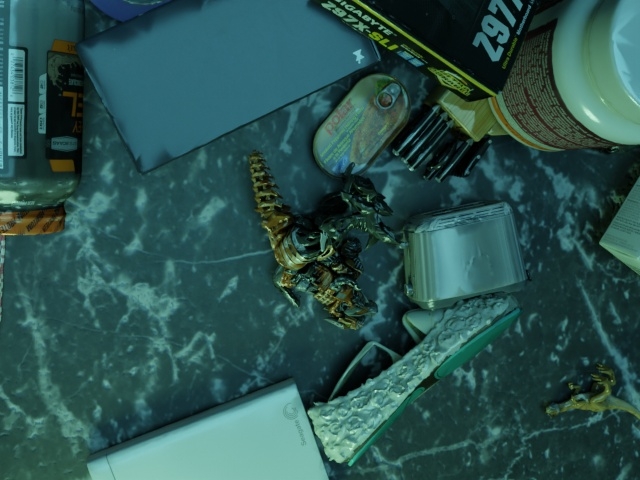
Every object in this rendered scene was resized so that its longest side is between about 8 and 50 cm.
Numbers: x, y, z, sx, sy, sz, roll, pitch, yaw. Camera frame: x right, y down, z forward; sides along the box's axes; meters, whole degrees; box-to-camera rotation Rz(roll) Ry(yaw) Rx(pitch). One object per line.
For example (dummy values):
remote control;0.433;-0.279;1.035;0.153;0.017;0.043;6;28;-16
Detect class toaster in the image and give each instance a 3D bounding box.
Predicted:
toaster;0.238;0.019;1.382;0.227;0.129;0.146;-11;97;-8

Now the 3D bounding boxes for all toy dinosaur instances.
toy dinosaur;0.502;0.284;1.512;0.211;0.064;0.112;5;114;-3
toy dinosaur;0.000;0.000;1.323;0.218;0.164;0.322;-32;132;14

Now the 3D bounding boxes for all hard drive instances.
hard drive;-0.171;0.396;1.391;0.353;0.047;0.233;-20;101;-9

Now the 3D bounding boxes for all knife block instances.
knife block;0.224;-0.234;1.365;0.242;0.088;0.276;-4;98;-11

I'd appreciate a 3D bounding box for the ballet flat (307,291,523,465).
ballet flat;0.145;0.196;1.391;0.409;0.147;0.147;-40;103;-5

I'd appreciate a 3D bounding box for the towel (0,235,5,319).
towel;-0.555;0.059;1.279;0.144;0.029;0.197;5;96;-13

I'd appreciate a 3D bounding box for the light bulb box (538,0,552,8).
light bulb box;0.336;-0.551;1.277;0.357;0.225;0.361;5;97;-12

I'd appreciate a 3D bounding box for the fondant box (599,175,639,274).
fondant box;0.655;-0.070;1.439;0.238;0.096;0.330;31;92;-31

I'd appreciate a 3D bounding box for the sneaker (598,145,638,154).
sneaker;0.477;-0.194;1.416;0.267;0.101;0.106;-3;100;-11

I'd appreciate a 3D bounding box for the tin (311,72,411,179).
tin;0.063;-0.184;1.367;0.106;0.040;0.190;41;89;-17

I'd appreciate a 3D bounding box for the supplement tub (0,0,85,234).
supplement tub;-0.436;-0.184;1.180;0.207;0.207;0.338;2;98;-12

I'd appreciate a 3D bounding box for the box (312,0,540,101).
box;0.169;-0.375;1.065;0.257;0.079;0.322;29;78;-23

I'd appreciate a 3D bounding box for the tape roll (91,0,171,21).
tape roll;-0.257;-0.412;1.216;0.189;0.080;0.189;-5;122;-9

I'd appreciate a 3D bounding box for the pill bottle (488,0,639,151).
pill bottle;0.388;-0.237;1.144;0.224;0.392;0.224;-1;94;-7

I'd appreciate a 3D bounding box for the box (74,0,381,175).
box;-0.134;-0.247;1.178;0.343;0.312;0.179;-27;102;-7
